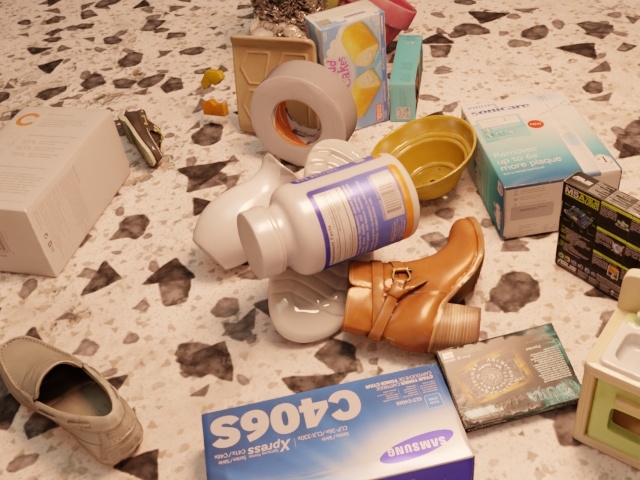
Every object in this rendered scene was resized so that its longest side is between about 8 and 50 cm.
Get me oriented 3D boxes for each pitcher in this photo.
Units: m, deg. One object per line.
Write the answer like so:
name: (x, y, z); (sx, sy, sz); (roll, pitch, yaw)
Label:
pitcher: (-0.133, -0.041, 1.410); (0.125, 0.178, 0.207); (39, 79, 16)

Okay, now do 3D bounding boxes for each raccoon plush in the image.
raccoon plush: (-0.012, -0.585, 1.914); (0.446, 0.299, 0.216); (-25, 38, -26)

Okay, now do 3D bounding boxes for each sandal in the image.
sandal: (0.015, 0.005, 1.347); (0.169, 0.102, 0.416); (16, 59, -1)

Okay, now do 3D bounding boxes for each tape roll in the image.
tape roll: (-0.037, -0.262, 1.577); (0.219, 0.219, 0.072); (10, 43, 20)

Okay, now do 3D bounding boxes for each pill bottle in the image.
pill bottle: (0.010, -0.034, 1.219); (0.271, 0.152, 0.152); (-20, 41, -18)

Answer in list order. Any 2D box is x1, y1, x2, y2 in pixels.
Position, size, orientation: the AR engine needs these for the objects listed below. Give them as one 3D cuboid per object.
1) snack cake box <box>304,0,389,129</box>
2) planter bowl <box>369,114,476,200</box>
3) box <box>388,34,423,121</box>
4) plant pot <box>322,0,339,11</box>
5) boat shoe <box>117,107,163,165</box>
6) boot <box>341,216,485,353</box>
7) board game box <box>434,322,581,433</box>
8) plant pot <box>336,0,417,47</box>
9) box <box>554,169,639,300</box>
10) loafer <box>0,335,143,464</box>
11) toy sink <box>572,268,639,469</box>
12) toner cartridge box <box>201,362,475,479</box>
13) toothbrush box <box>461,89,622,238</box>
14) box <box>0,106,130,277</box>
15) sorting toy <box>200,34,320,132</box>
snack cake box: (0.060, -0.375, 1.658); (0.152, 0.264, 0.089); (-21, 42, -16)
planter bowl: (0.210, -0.144, 1.483); (0.217, 0.090, 0.217); (-17, 40, 15)
box: (0.204, -0.386, 1.778); (0.060, 0.101, 0.244); (2, 41, 11)
plant pot: (-0.044, -0.711, 2.108); (0.254, 0.276, 0.276); (-40, 49, -17)
boat shoe: (-0.398, -0.243, 1.718); (0.068, 0.081, 0.228); (-27, 41, -16)
boot: (0.154, 0.060, 1.252); (0.220, 0.109, 0.284); (8, 55, 6)
board game box: (0.276, 0.200, 1.107); (0.186, 0.026, 0.126); (-13, 57, -6)
plant pot: (0.112, -0.542, 1.884); (0.201, 0.180, 0.201); (26, 26, -14)
box: (0.468, 0.005, 1.208); (0.045, 0.184, 0.190); (-29, 44, -25)
loafer: (-0.392, 0.218, 1.148); (0.319, 0.112, 0.112); (23, 48, 31)
toy sink: (0.428, 0.180, 0.969); (0.152, 0.234, 0.131); (23, 48, 30)
toner cartridge box: (0.018, 0.285, 1.033); (0.347, 0.075, 0.165); (-12, 41, -5)
toothbrush box: (0.410, -0.153, 1.451); (0.216, 0.126, 0.296); (-8, 39, -1)
box: (-0.567, -0.109, 1.520); (0.214, 0.168, 0.345); (5, 42, 15)
sorting toy: (-0.136, -0.345, 1.681); (0.307, 0.229, 0.041); (11, 32, 27)
